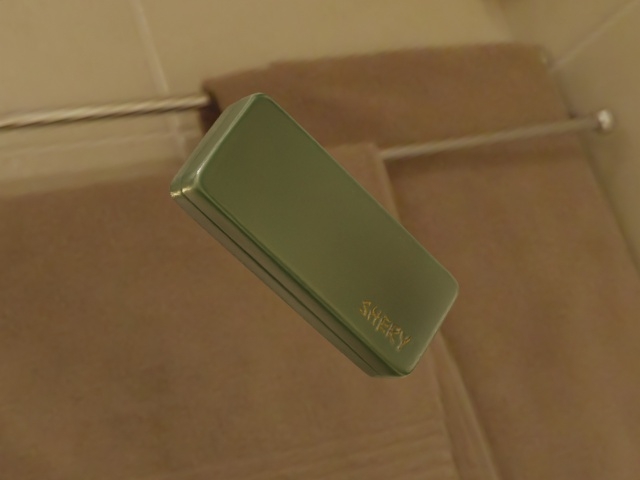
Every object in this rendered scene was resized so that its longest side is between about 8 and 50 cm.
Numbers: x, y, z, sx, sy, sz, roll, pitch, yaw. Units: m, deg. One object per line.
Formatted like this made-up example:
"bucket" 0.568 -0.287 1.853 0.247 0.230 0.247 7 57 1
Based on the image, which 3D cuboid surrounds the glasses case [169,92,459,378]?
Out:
"glasses case" 0.000 0.000 0.755 0.039 0.184 0.077 -12 40 57
